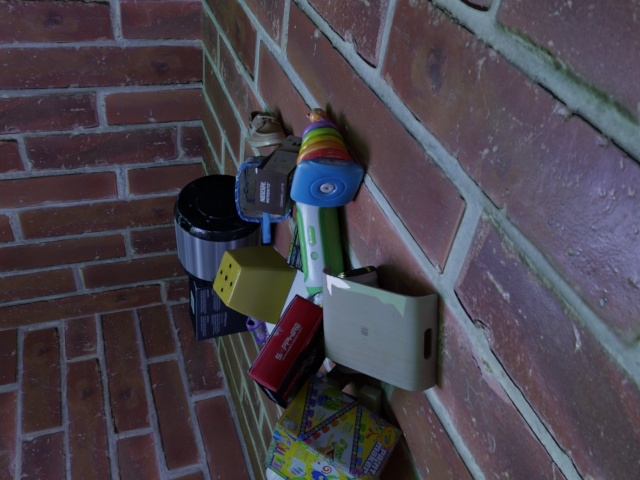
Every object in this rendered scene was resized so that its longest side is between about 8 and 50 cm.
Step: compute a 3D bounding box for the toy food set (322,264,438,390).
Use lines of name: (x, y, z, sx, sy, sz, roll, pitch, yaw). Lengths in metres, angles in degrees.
toy food set: (0.128, 0.191, 1.362, 0.306, 0.092, 0.220, 13, 112, 39)

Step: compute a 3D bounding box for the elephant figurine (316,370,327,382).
elephant figurine: (-0.026, 0.565, 1.973, 0.169, 0.186, 0.239, 23, 127, 39)

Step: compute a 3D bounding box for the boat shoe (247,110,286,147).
boat shoe: (-0.202, -0.399, 2.110, 0.341, 0.121, 0.110, -141, 46, -64)

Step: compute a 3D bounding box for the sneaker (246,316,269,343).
sneaker: (-0.283, 0.381, 2.658, 0.236, 0.104, 0.095, 101, 152, -44)

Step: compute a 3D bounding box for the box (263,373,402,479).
box: (0.024, 0.556, 1.582, 0.279, 0.177, 0.290, 31, 140, 12)

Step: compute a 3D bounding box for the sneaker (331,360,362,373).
sneaker: (0.079, 0.319, 1.695, 0.212, 0.080, 0.094, -167, 82, -70)

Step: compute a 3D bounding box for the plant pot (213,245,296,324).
plant pot: (-0.238, 0.137, 2.010, 0.212, 0.187, 0.212, 39, 112, 52)

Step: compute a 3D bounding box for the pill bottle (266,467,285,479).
pill bottle: (-0.065, 0.959, 2.134, 0.361, 0.204, 0.204, -124, 32, -49)

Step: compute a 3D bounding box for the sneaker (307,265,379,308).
sneaker: (0.058, 0.197, 1.596, 0.385, 0.145, 0.147, 121, 134, -64)

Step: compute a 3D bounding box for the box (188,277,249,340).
box: (-0.428, 0.257, 2.705, 0.179, 0.312, 0.343, -118, 29, -45)

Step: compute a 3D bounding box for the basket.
basket: (-0.195, -0.157, 2.062, 0.289, 0.201, 0.255, -114, 24, -61)

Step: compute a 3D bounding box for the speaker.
speaker: (0.000, 0.000, 1.703, 0.131, 0.131, 0.297, -177, 79, -70)

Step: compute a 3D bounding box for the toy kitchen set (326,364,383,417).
toy kitchen set: (0.101, 0.415, 1.681, 0.207, 0.166, 0.122, 14, 117, 29)

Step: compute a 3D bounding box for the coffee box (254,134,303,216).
coffee box: (-0.099, -0.194, 1.747, 0.246, 0.098, 0.141, -57, -23, -54)

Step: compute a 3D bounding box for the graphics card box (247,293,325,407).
graphics card box: (-0.069, 0.314, 1.584, 0.094, 0.233, 0.371, 26, 159, 14)

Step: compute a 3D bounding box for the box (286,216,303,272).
box: (-0.042, 0.002, 1.867, 0.184, 0.045, 0.191, -161, 83, -70)

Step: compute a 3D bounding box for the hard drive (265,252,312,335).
hard drive: (-0.105, 0.172, 2.013, 0.307, 0.040, 0.203, -55, 42, 30)

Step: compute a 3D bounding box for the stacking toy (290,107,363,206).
stacking toy: (0.007, -0.253, 1.598, 0.166, 0.175, 0.302, 110, 160, -52)

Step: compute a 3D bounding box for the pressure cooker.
pressure cooker: (-0.407, -0.015, 2.432, 0.375, 0.370, 0.420, 29, 138, 19)
